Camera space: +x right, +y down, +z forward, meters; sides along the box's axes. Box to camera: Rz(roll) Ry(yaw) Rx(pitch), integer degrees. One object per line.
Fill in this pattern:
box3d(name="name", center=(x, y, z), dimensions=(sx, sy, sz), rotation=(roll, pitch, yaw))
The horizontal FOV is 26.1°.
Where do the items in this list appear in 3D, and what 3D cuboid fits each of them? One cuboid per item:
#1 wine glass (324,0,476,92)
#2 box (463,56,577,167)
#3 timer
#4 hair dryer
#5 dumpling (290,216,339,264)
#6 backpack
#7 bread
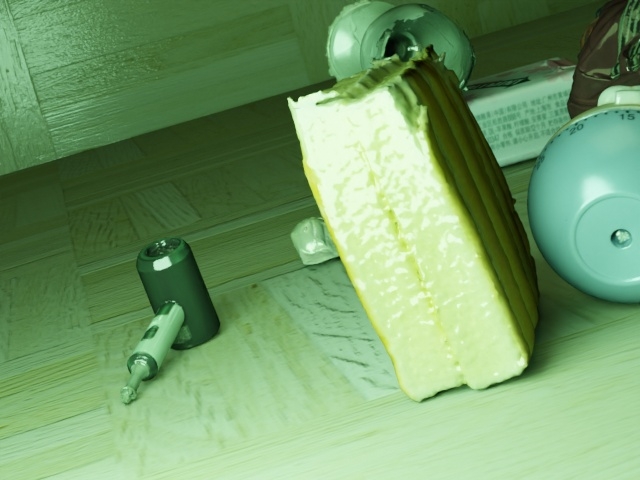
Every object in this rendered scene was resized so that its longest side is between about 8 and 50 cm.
box3d(name="wine glass", center=(0.104, -0.242, 1.800), dimensions=(0.143, 0.143, 0.321), rotation=(-17, 15, -9))
box3d(name="box", center=(0.169, -0.138, 1.822), dimensions=(0.369, 0.112, 0.190), rotation=(-16, 11, 4))
box3d(name="timer", center=(0.253, -0.066, 1.110), dimensions=(0.175, 0.175, 0.255), rotation=(-9, 44, 28))
box3d(name="hair dryer", center=(-0.150, 0.084, 1.266), dimensions=(0.057, 0.100, 0.198), rotation=(-12, 27, 17))
box3d(name="dumpling", center=(-0.001, -0.002, 1.521), dimensions=(0.057, 0.052, 0.076), rotation=(-25, 0, 7))
box3d(name="backpack", center=(0.422, -0.216, 1.617), dimensions=(0.283, 0.197, 0.317), rotation=(2, 23, 36))
box3d(name="bread", center=(0.081, -0.030, 1.080), dimensions=(0.111, 0.246, 0.239), rotation=(-21, 10, 16))
